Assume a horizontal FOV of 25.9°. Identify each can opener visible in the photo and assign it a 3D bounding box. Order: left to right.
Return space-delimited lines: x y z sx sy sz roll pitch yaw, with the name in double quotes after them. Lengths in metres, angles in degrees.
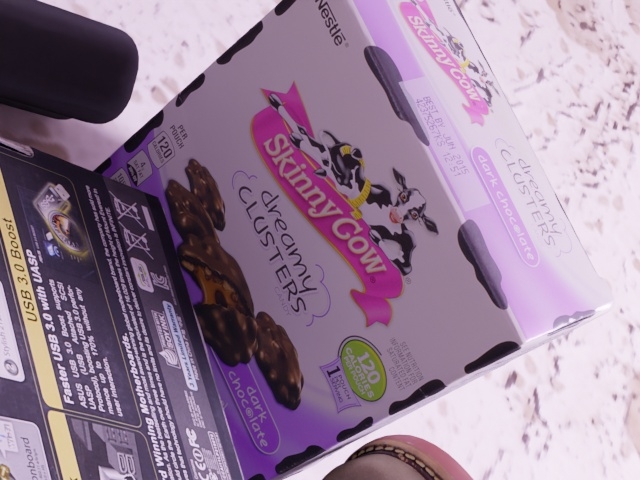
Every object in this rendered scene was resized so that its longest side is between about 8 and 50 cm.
-0.209 -0.086 0.562 0.280 0.074 0.093 9 94 -37 "can opener"

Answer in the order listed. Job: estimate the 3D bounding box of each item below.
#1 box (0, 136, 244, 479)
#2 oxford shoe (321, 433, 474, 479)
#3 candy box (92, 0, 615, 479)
-0.131 0.121 0.376 0.318 0.097 0.395 23 39 -50 "box"
0.040 0.244 0.535 0.130 0.123 0.348 2 63 -36 "oxford shoe"
0.000 0.000 0.591 0.070 0.196 0.165 -15 75 -47 "candy box"
